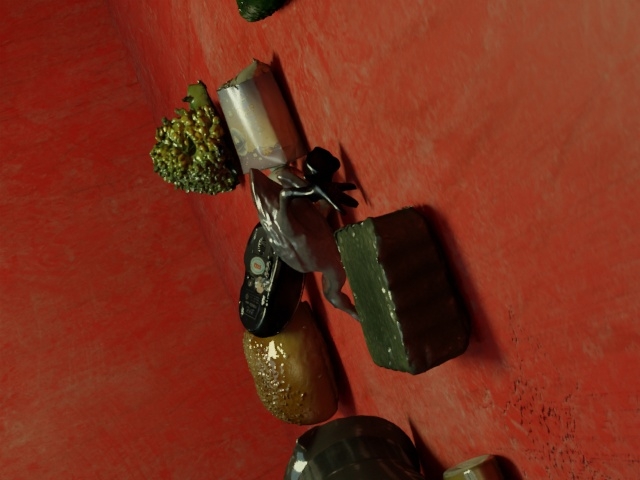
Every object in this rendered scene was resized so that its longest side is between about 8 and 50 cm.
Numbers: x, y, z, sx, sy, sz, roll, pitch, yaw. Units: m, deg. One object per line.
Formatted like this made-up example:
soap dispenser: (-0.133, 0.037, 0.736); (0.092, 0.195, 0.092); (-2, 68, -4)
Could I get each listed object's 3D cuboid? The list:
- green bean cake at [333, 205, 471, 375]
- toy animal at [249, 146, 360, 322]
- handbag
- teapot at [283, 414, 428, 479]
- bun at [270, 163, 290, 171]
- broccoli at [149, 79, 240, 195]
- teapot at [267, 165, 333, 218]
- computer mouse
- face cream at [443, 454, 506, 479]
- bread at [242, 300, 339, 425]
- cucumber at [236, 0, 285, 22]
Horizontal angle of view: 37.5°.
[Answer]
green bean cake: (0.093, 0.056, 1.120); (0.183, 0.094, 0.185); (164, 85, -78)
toy animal: (-0.014, 0.002, 1.396); (0.195, 0.090, 0.324); (25, 143, 34)
handbag: (-0.096, -0.199, 1.488); (0.117, 0.095, 0.173); (-8, 108, 45)
teapot: (0.112, 0.467, 1.420); (0.376, 0.305, 0.362); (42, -172, -24)
bun: (-0.077, -0.153, 1.590); (0.083, 0.045, 0.083); (61, 169, 21)
broccoli: (-0.305, -0.217, 2.127); (0.242, 0.180, 0.273); (119, 128, -75)
teapot: (-0.042, -0.042, 1.538); (0.159, 0.116, 0.245); (58, 174, -4)
computer mouse: (-0.089, 0.074, 1.833); (0.137, 0.096, 0.233); (28, 109, 59)
face cream: (0.242, 0.406, 1.153); (0.139, 0.067, 0.285); (106, 140, -74)
bread: (-0.049, 0.287, 1.945); (0.314, 0.171, 0.192); (79, 167, -45)
cucumber: (-0.079, -0.329, 1.254); (0.227, 0.069, 0.069); (-173, 61, -78)
